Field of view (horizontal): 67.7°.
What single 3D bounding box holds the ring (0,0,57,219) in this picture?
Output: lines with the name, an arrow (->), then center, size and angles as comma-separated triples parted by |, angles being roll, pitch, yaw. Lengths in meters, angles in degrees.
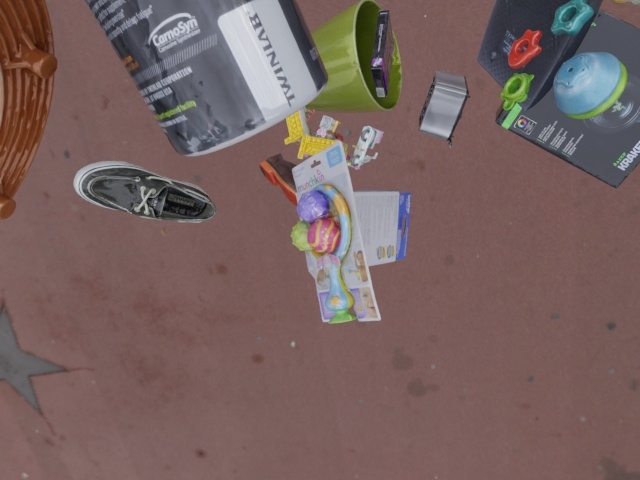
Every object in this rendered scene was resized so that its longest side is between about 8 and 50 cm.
ring -> -0.280, -0.054, 0.299 | 0.032, 0.336, 0.336 | 29, 117, -1

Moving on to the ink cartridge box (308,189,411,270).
ink cartridge box -> 0.103, -0.030, 1.163 | 0.065, 0.311, 0.185 | 12, 103, 48

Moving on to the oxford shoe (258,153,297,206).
oxford shoe -> -0.091, -0.197, 1.542 | 0.271, 0.098, 0.097 | 45, 166, 29

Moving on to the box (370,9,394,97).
box -> 0.149, -0.444, 1.140 | 0.029, 0.116, 0.162 | 6, 74, 16

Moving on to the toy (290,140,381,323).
toy -> 0.000, 0.000, 0.654 | 0.137, 0.056, 0.237 | -16, 88, 56

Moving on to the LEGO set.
LEGO set -> 0.006, -0.224, 0.969 | 0.287, 0.107, 0.132 | 44, 111, 31

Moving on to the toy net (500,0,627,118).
toy net -> 0.280, -0.246, 0.512 | 0.045, 0.122, 0.232 | 19, 89, -31

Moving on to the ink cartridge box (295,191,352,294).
ink cartridge box -> 0.035, 0.004, 1.397 | 0.122, 0.211, 0.289 | -19, 123, -16

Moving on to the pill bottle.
pill bottle -> -0.099, -0.191, 0.313 | 0.130, 0.130, 0.245 | -17, 117, 19

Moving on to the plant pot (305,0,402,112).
plant pot -> 0.029, -0.459, 1.285 | 0.294, 0.275, 0.274 | -4, 115, 32

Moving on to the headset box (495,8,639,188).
headset box -> 0.508, -0.284, 0.906 | 0.283, 0.131, 0.246 | 31, 121, 5

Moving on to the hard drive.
hard drive -> 0.343, -0.353, 0.741 | 0.054, 0.172, 0.254 | -14, 145, -16

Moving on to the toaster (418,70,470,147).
toaster -> 0.378, -0.409, 1.466 | 0.110, 0.185, 0.168 | 15, 127, 1

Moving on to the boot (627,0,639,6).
boot -> 0.341, -0.369, 0.506 | 0.165, 0.077, 0.213 | 28, 139, 26

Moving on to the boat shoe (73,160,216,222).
boat shoe -> -0.274, -0.074, 0.770 | 0.219, 0.070, 0.077 | 7, 108, -37
